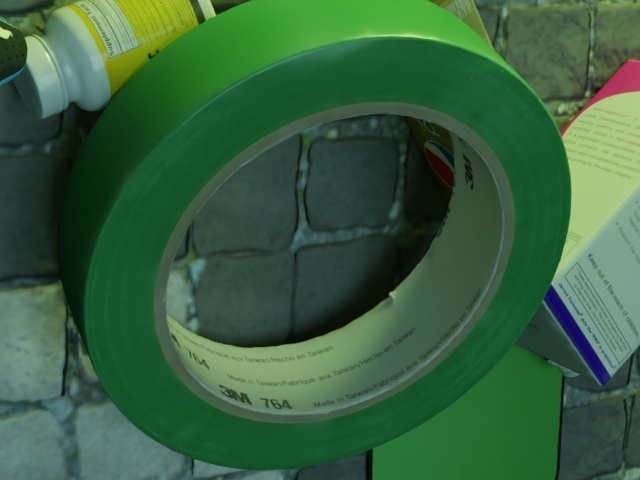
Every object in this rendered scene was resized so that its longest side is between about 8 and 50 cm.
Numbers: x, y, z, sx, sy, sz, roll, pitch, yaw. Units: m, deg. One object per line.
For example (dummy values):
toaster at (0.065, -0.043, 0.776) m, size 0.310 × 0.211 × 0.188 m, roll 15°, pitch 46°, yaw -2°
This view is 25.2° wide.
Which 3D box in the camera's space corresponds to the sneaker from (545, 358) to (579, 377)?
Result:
sneaker at (0.206, 0.052, 1.124) m, size 0.044 × 0.040 × 0.109 m, roll 31°, pitch 78°, yaw -25°

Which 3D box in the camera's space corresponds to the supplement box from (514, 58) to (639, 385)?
supplement box at (0.220, -0.018, 1.066) m, size 0.220 × 0.111 × 0.114 m, roll -46°, pitch 124°, yaw -12°

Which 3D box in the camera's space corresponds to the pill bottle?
pill bottle at (-0.124, -0.115, 0.851) m, size 0.116 × 0.065 × 0.065 m, roll -26°, pitch 118°, yaw -22°

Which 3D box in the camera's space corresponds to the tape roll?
tape roll at (0.000, 0.000, 0.902) m, size 0.321 × 0.077 × 0.321 m, roll -13°, pitch 127°, yaw -17°

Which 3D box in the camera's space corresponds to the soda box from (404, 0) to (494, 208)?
soda box at (0.096, -0.092, 0.998) m, size 0.058 × 0.061 × 0.181 m, roll -38°, pitch 122°, yaw -16°

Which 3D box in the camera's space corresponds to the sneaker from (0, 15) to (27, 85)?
sneaker at (-0.250, 0.023, 0.782) m, size 0.140 × 0.125 × 0.340 m, roll 8°, pitch 102°, yaw -35°

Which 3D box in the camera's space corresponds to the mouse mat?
mouse mat at (0.117, 0.150, 1.125) m, size 0.190 × 0.007 × 0.152 m, roll -10°, pitch 111°, yaw -28°
